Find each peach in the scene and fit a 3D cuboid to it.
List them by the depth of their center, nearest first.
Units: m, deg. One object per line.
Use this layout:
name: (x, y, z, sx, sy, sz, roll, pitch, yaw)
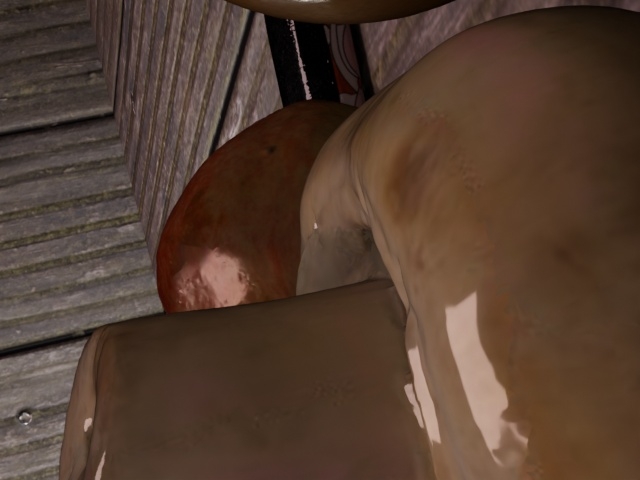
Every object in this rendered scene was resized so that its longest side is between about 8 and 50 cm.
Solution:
peach: (0.000, 0.000, 1.015, 0.257, 0.232, 0.232, -87, -3, -49)

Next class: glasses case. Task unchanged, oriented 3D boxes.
glasses case: (-0.005, -0.160, 1.199, 0.103, 0.067, 0.267, 173, 86, -75)

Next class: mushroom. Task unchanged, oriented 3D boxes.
mushroom: (0.084, 0.045, 0.608, 0.325, 0.353, 0.353, -60, 33, 22)

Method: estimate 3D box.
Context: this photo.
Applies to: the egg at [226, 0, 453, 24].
egg: (0.014, -0.243, 0.607, 0.351, 0.282, 0.283, -175, 73, -70)
